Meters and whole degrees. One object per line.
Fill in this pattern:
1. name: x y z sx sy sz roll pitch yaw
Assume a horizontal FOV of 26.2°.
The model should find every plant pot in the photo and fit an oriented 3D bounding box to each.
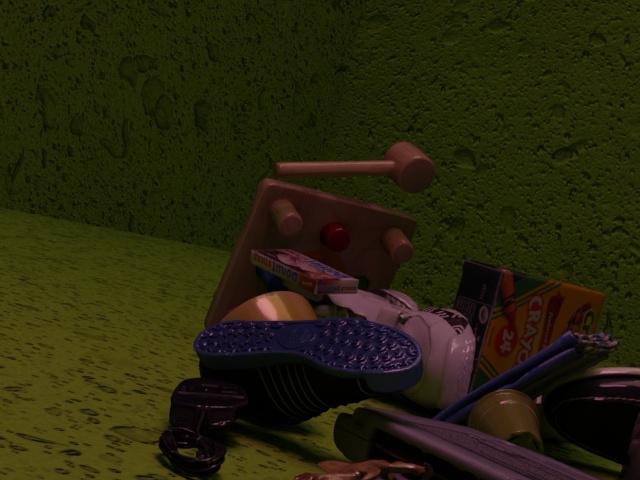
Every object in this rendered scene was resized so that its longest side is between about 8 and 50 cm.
1. plant pot: 0.210 0.216 1.499 0.083 0.083 0.079 14 15 -11
2. plant pot: -0.043 0.133 1.412 0.134 0.134 0.095 12 29 -44

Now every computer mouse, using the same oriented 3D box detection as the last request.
1. computer mouse: -0.102 0.167 1.186 0.071 0.041 0.242 6 9 -1

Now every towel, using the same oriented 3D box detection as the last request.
1. towel: 0.249 0.170 1.664 0.034 0.209 0.285 61 16 14

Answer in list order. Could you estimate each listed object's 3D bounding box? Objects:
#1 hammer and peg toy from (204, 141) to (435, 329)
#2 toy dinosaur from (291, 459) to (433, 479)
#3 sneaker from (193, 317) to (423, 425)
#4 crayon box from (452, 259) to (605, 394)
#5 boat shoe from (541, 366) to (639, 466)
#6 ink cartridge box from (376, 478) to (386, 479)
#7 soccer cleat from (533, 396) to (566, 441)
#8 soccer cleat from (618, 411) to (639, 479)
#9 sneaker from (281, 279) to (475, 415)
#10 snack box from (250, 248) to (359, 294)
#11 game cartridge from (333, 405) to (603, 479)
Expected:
1. hammer and peg toy: 0.000 0.000 1.982 0.266 0.361 0.127 12 23 -25
2. toy dinosaur: 0.046 0.194 1.122 0.093 0.053 0.183 14 2 31
3. sneaker: -0.007 0.130 1.301 0.232 0.090 0.081 3 34 26
4. crayon box: 0.321 0.153 2.098 0.318 0.202 0.081 11 4 -45
5. boat shoe: 0.425 0.246 1.606 0.340 0.127 0.113 17 37 0
6. ink cartridge box: 0.147 0.226 0.908 0.311 0.065 0.186 12 2 -10
7. soccer cleat: 0.317 0.234 1.859 0.076 0.068 0.196 20 10 5
8. soccer cleat: 0.281 0.178 0.966 0.116 0.108 0.318 20 0 26
9. sneaker: 0.053 0.135 1.795 0.210 0.137 0.366 7 6 -17
10. snack box: -0.024 0.040 1.808 0.064 0.022 0.178 1 12 -32
11. game cartridge: 0.170 0.220 1.227 0.198 0.062 0.297 21 -2 -35
